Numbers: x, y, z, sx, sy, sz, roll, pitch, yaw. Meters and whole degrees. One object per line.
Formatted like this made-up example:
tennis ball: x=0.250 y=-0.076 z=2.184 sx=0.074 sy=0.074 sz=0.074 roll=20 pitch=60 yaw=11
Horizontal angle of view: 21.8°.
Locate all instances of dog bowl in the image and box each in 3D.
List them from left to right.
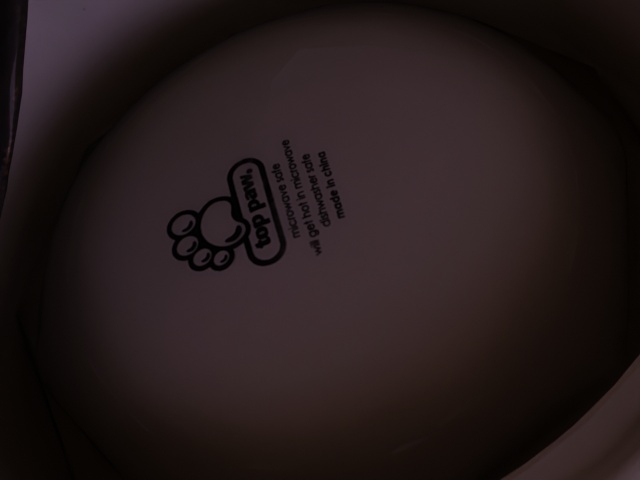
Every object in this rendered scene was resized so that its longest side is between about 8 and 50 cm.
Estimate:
dog bowl: x=0.000 y=0.000 z=0.705 sx=0.408 sy=0.408 sz=0.150 roll=-35 pitch=147 yaw=-6

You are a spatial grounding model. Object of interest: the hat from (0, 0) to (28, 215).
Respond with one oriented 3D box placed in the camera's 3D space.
hat: x=-0.220 y=-0.087 z=0.629 sx=0.134 sy=0.331 sz=0.331 roll=-33 pitch=149 yaw=-64
